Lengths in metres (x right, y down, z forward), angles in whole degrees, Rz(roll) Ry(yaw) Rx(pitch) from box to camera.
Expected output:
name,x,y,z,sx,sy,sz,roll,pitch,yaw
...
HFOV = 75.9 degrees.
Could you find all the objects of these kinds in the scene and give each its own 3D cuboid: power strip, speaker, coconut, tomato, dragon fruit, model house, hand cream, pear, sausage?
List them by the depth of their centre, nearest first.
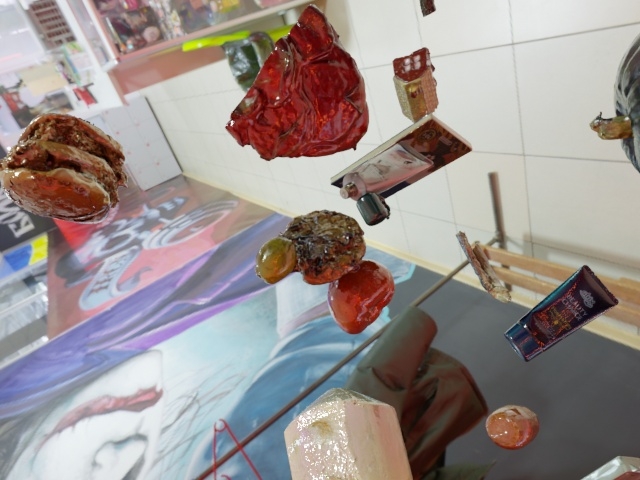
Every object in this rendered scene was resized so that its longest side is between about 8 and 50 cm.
name,x,y,z,sx,sy,sz,roll,pitch,yaw
coconut,0.027,0.206,0.403,0.116,0.116,0.122,87,170,-49
power strip,0.288,0.241,0.412,0.017,0.027,0.083,-89,15,-50
sausage,0.369,0.350,0.778,0.076,0.076,0.197,39,-173,38
dragon fruit,-0.031,-0.322,0.943,0.286,0.329,0.228,47,149,2
hand cream,0.587,0.185,1.012,0.120,0.270,0.061,53,179,11
speaker,0.141,-0.081,1.018,0.075,0.094,0.060,64,153,16
pear,-0.120,0.051,1.095,0.107,0.131,0.107,28,167,7
hand cream,0.174,-0.190,1.112,0.124,0.340,0.078,41,142,21
tomato,0.125,0.178,1.349,0.180,0.259,0.260,41,152,26
model house,0.380,-0.605,1.641,0.159,0.254,0.196,-7,139,22

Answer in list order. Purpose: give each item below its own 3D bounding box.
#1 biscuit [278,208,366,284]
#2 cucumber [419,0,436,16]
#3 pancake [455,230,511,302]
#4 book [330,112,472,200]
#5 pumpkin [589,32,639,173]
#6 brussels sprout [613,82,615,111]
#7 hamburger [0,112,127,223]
name,x,y,z,sx,sy,sz,roll,pitch,yaw
biscuit,-0.004,0.001,1.283,0.334,0.289,0.081,-112,7,-52
cucumber,0.347,-0.845,1.356,0.058,0.058,0.187,26,137,52
pancake,0.492,0.077,1.253,0.258,0.056,0.212,67,-164,17
book,0.281,-0.269,1.455,0.428,0.300,0.039,-29,62,37
pumpkin,0.438,-0.157,0.473,0.216,0.250,0.250,-10,114,32
brussels sprout,0.768,-0.324,0.970,0.131,0.145,0.183,-6,116,55
hamburger,-0.598,-0.161,0.948,0.260,0.244,0.211,103,164,-64
